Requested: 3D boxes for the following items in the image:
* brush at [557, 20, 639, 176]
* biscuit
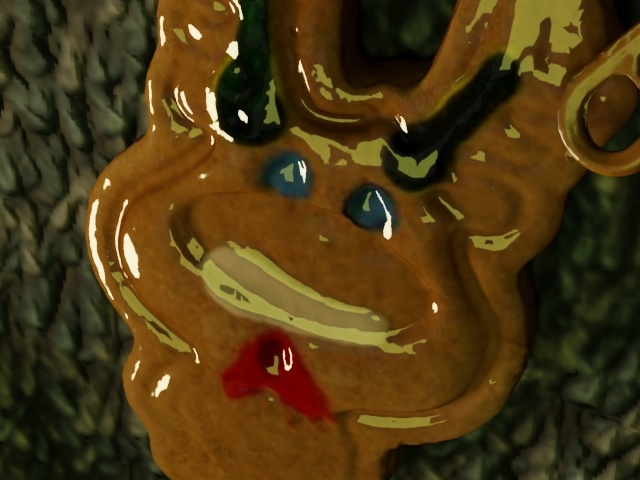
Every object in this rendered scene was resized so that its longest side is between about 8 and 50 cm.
[{"bbox_3d":[0.191,-0.120,0.602,0.314,0.017,0.090,-42,78,30],"label":"brush"},{"bbox_3d":[0.000,0.000,0.782,0.202,0.047,0.334,25,129,6],"label":"biscuit"}]
